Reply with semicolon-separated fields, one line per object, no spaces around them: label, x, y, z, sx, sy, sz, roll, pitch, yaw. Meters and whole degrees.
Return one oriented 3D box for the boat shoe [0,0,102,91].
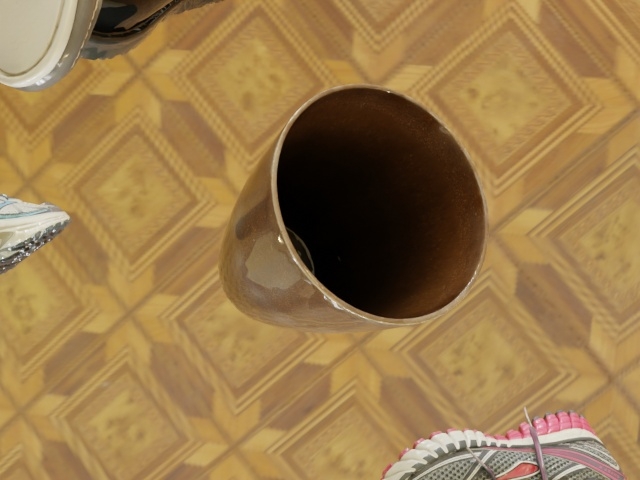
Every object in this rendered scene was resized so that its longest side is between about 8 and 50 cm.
boat shoe;-0.198;-0.244;0.943;0.112;0.095;0.335;-25;61;23

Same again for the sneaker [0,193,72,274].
sneaker;-0.392;-0.027;1.471;0.110;0.283;0.122;-35;87;21

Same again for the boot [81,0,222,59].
boot;-0.111;-0.309;1.075;0.131;0.348;0.260;44;125;1

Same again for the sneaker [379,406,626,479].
sneaker;0.179;0.255;1.293;0.112;0.299;0.121;-125;33;-43

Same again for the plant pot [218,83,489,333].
plant pot;0.000;0.000;1.175;0.230;0.215;0.215;-31;86;55
